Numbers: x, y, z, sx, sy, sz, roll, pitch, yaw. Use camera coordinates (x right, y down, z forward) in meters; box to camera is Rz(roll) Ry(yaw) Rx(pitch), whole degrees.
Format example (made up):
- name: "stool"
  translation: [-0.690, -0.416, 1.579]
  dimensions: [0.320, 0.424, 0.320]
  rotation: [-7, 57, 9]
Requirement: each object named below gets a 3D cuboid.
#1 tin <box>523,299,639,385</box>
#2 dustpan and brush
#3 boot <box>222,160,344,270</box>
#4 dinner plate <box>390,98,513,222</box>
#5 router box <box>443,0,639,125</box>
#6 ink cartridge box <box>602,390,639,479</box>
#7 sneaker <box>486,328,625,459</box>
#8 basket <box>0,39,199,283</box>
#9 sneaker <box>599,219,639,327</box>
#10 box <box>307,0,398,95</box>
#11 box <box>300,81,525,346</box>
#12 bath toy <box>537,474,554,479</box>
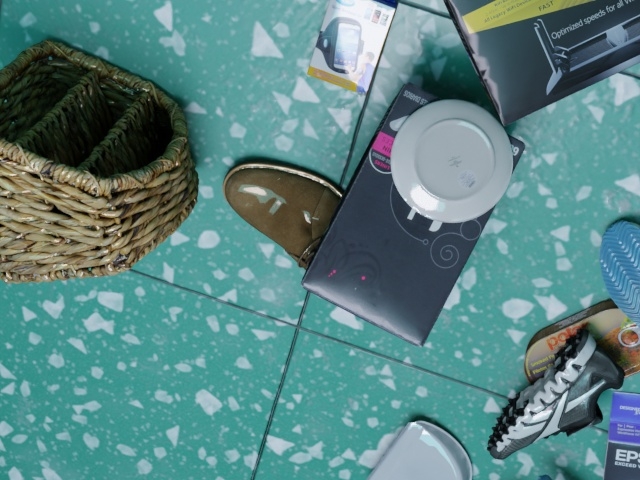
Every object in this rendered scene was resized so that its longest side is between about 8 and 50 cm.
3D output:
- name: "tin"
  translation: [0.364, 0.146, 1.510]
  dimensions: [0.189, 0.040, 0.106]
  rotation: [-28, 112, 25]
- name: "dustpan and brush"
  translation: [0.190, 0.359, 1.656]
  dimensions: [0.211, 0.060, 0.147]
  rotation: [34, 115, 2]
- name: "boot"
  translation: [0.000, 0.000, 1.475]
  dimensions: [0.305, 0.115, 0.112]
  rotation: [31, 122, -2]
- name: "dinner plate"
  translation: [0.150, -0.091, 1.275]
  dimensions: [0.141, 0.017, 0.141]
  rotation: [0, 92, -3]
- name: "router box"
  translation: [0.288, -0.303, 1.231]
  dimensions: [0.308, 0.081, 0.243]
  rotation: [-24, 111, 9]
- name: "ink cartridge box"
  translation: [0.500, 0.316, 1.562]
  dimensions: [0.206, 0.045, 0.208]
  rotation: [4, 116, 11]
- name: "sneaker"
  translation: [0.318, 0.229, 1.499]
  dimensions: [0.106, 0.078, 0.234]
  rotation: [35, 117, -3]
- name: "basket"
  translation: [-0.278, -0.114, 1.372]
  dimensions: [0.213, 0.299, 0.223]
  rotation: [-5, 116, 15]
- name: "sneaker"
  translation: [0.438, 0.073, 1.431]
  dimensions: [0.087, 0.092, 0.229]
  rotation: [-37, 85, 29]
- name: "box"
  translation: [0.041, -0.255, 1.382]
  dimensions: [0.081, 0.028, 0.136]
  rotation: [20, 121, 3]
- name: "box"
  translation: [0.106, -0.030, 1.355]
  dimensions: [0.165, 0.143, 0.270]
  rotation: [27, 91, -1]
- name: "bath toy"
  translation: [0.236, 0.473, 1.624]
  dimensions: [0.129, 0.151, 0.348]
  rotation: [35, 122, -17]
